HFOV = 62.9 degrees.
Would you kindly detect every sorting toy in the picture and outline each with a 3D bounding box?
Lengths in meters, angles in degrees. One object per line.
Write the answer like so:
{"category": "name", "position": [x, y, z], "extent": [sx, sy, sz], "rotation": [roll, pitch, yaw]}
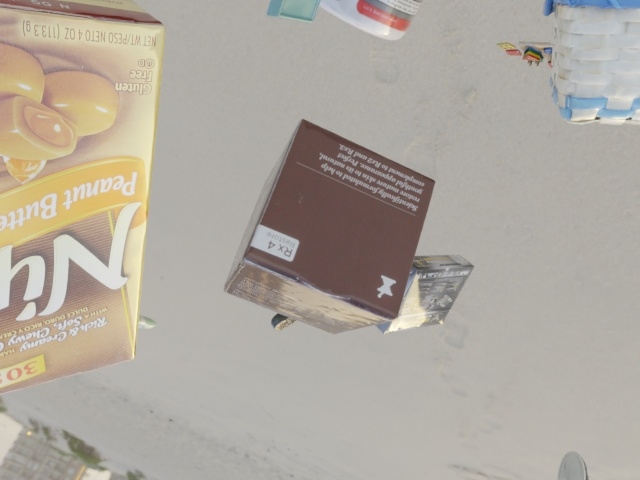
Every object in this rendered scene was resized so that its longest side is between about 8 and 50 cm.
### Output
{"category": "sorting toy", "position": [0.725, -0.614, 1.736], "extent": [0.274, 0.046, 0.132], "rotation": [17, -173, 32]}

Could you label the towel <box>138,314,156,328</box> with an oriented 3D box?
{"category": "towel", "position": [-0.439, 0.095, 0.839], "extent": [0.247, 0.038, 0.325], "rotation": [13, 167, 7]}

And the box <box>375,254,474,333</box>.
{"category": "box", "position": [0.245, 0.124, 1.247], "extent": [0.231, 0.183, 0.056], "rotation": [0, -147, -41]}

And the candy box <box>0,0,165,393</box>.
{"category": "candy box", "position": [-0.233, -0.024, 0.398], "extent": [0.087, 0.183, 0.316], "rotation": [44, 130, 40]}

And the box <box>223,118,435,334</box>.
{"category": "box", "position": [0.000, 0.000, 0.619], "extent": [0.168, 0.167, 0.203], "rotation": [23, 161, -10]}

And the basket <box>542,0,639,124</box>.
{"category": "basket", "position": [0.358, -0.270, 0.544], "extent": [0.254, 0.201, 0.289], "rotation": [9, 124, 13]}

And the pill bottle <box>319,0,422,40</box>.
{"category": "pill bottle", "position": [0.127, -0.530, 0.824], "extent": [0.210, 0.210, 0.363], "rotation": [27, 120, -7]}

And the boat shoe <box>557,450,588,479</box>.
{"category": "boat shoe", "position": [0.394, 0.390, 0.797], "extent": [0.038, 0.125, 0.046], "rotation": [27, 143, -21]}

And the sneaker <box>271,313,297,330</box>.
{"category": "sneaker", "position": [-0.064, 0.123, 1.079], "extent": [0.089, 0.170, 0.051], "rotation": [50, 121, 16]}

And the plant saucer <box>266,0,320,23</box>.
{"category": "plant saucer", "position": [-0.003, -0.342, 0.593], "extent": [0.018, 0.067, 0.192], "rotation": [51, 132, 33]}
